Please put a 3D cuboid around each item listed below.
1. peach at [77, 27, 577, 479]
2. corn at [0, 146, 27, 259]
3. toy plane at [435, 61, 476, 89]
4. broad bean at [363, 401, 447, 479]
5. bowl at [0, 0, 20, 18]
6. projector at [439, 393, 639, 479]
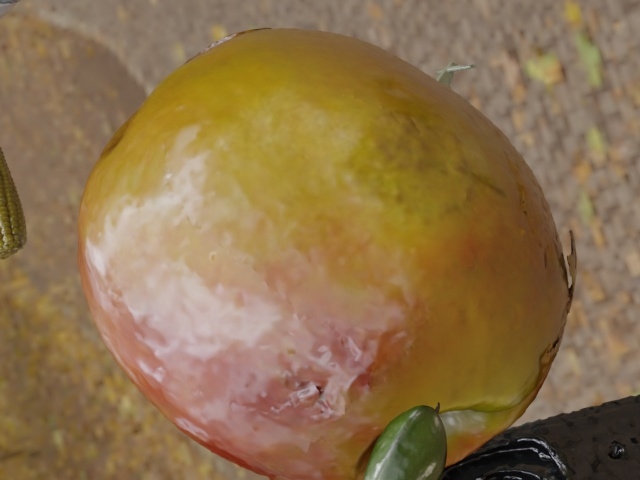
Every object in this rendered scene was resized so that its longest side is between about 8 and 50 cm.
[{"bbox_3d":[0.001,0.001,1.355,0.290,0.372,0.373,73,171,-58],"label":"peach"},{"bbox_3d":[-0.406,-0.081,2.192,0.080,0.080,0.231,112,137,-66],"label":"corn"},{"bbox_3d":[0.046,-0.150,1.999,0.092,0.286,0.108,-9,90,53],"label":"toy plane"},{"bbox_3d":[0.009,0.210,1.117,0.052,0.256,0.052,31,-172,-3],"label":"broad bean"},{"bbox_3d":[-0.420,-0.270,2.017,0.086,0.189,0.189,-63,37,23],"label":"bowl"},{"bbox_3d":[0.263,0.369,1.683,0.242,0.395,0.405,-112,9,-50],"label":"projector"}]
